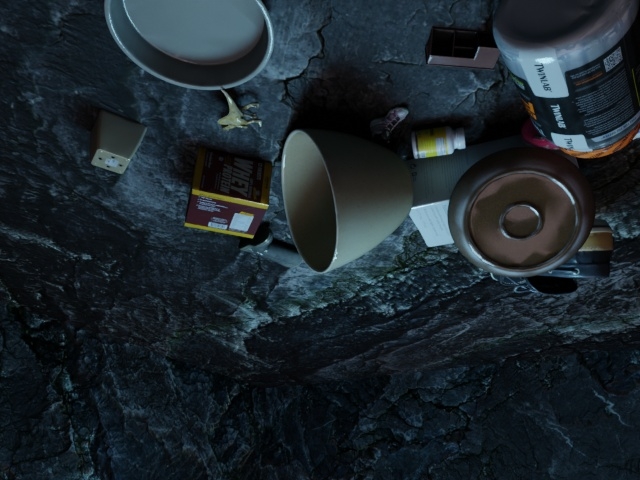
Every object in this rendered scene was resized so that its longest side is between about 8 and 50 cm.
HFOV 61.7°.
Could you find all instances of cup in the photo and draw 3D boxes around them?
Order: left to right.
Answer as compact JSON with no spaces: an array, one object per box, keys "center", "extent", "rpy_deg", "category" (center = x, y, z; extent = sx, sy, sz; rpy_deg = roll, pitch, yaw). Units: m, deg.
[{"center":[0.073,-0.107,1.254],"extent":[0.237,0.331,0.331],"rpy_deg":[-11,158,-22],"category":"cup"}]

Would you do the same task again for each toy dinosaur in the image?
[{"center":[-0.176,-0.268,1.157],"extent":[0.093,0.053,0.183],"rpy_deg":[-11,172,-14],"category":"toy dinosaur"}]

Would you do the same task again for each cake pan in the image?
[{"center":[-0.228,-0.391,0.958],"extent":[0.293,0.054,0.293],"rpy_deg":[2,152,1],"category":"cake pan"}]

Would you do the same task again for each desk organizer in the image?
[{"center":[0.265,-0.357,0.996],"extent":[0.130,0.047,0.050],"rpy_deg":[3,150,-3],"category":"desk organizer"}]

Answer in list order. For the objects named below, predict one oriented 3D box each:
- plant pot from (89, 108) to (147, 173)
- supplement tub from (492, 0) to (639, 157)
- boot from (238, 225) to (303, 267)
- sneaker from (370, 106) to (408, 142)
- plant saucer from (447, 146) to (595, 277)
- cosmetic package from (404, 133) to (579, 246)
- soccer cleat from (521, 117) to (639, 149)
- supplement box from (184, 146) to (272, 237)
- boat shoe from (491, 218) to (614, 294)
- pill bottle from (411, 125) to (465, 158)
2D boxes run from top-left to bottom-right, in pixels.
[{"center":[-0.483,-0.222,1.255],"extent":[0.109,0.096,0.109],"rpy_deg":[19,148,-28],"category":"plant pot"},{"center":[0.446,-0.297,0.925],"extent":[0.207,0.207,0.338],"rpy_deg":[-15,147,30],"category":"supplement tub"},{"center":[-0.138,0.030,1.739],"extent":[0.209,0.076,0.190],"rpy_deg":[28,158,-29],"category":"boot"},{"center":[0.153,-0.249,1.186],"extent":[0.038,0.069,0.098],"rpy_deg":[26,145,-38],"category":"sneaker"},{"center":[0.438,-0.048,1.176],"extent":[0.311,0.050,0.310],"rpy_deg":[5,114,12],"category":"plant saucer"},{"center":[0.421,-0.123,1.316],"extent":[0.385,0.156,0.217],"rpy_deg":[-10,149,24],"category":"cosmetic package"},{"center":[0.598,-0.244,1.112],"extent":[0.331,0.116,0.143],"rpy_deg":[-16,147,30],"category":"soccer cleat"},{"center":[-0.243,-0.119,1.400],"extent":[0.191,0.129,0.194],"rpy_deg":[11,151,-15],"category":"supplement box"},{"center":[0.608,0.076,1.460],"extent":[0.187,0.155,0.500],"rpy_deg":[-3,167,-9],"category":"boat shoe"},{"center":[0.270,-0.226,1.226],"extent":[0.116,0.065,0.065],"rpy_deg":[-5,152,14],"category":"pill bottle"}]
